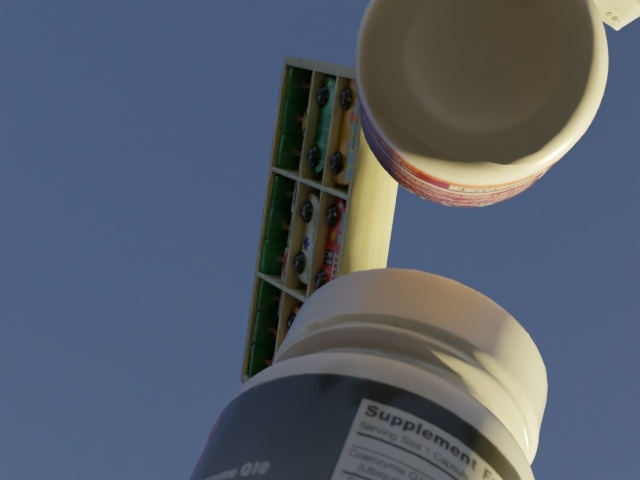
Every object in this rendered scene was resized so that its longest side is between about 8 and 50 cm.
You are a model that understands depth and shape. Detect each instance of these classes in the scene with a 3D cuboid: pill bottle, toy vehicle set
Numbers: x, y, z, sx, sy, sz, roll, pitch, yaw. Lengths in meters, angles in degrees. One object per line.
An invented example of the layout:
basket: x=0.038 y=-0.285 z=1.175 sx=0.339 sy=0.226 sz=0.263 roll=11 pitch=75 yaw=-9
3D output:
pill bottle: x=0.079 y=-0.080 z=0.869 sx=0.121 sy=0.221 sz=0.121 roll=0 pitch=-93 yaw=2
pill bottle: x=0.007 y=0.154 z=0.739 sx=0.161 sy=0.283 sz=0.161 roll=12 pitch=-46 yaw=12
toy vehicle set: x=0.000 y=0.000 z=1.228 sx=0.035 sy=0.166 sz=0.266 roll=5 pitch=-83 yaw=-23

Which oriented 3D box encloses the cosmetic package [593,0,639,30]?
cosmetic package: x=0.220 y=-0.267 z=1.134 sx=0.060 sy=0.239 sz=0.099 roll=28 pitch=-42 yaw=-29
